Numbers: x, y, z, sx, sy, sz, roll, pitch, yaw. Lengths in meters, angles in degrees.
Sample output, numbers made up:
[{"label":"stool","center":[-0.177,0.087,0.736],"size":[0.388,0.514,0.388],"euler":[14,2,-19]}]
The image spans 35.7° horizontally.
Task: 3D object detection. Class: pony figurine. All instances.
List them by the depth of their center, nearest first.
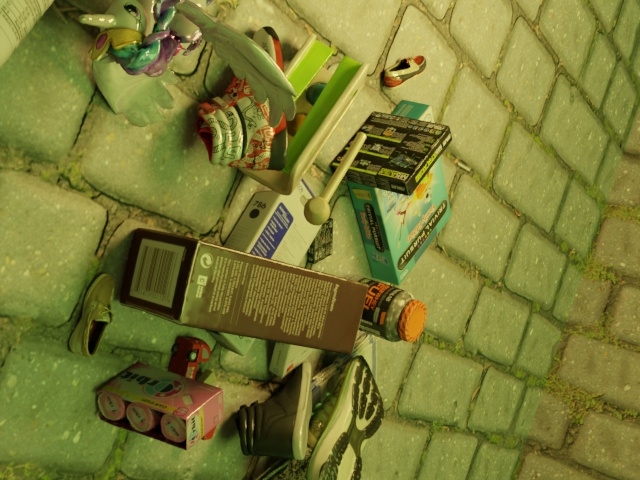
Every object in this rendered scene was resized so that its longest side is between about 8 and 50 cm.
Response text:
[{"label":"pony figurine","center":[-0.209,-0.328,1.405],"size":[0.351,0.303,0.363],"euler":[48,42,-56]}]

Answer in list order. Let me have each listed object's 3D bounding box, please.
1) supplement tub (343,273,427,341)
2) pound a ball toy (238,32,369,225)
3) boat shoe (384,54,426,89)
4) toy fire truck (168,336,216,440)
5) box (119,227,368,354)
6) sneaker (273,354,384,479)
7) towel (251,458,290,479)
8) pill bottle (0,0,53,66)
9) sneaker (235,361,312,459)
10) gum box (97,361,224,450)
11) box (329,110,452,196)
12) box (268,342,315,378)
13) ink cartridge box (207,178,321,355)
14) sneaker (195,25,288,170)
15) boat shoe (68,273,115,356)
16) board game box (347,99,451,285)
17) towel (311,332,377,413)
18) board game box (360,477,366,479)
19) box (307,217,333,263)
[{"label":"supplement tub","center":[0.130,0.152,2.176],"size":[0.117,0.190,0.117],"euler":[-30,128,-48]},{"label":"pound a ball toy","center":[-0.014,-0.185,1.794],"size":[0.319,0.208,0.136],"euler":[-58,174,-23]},{"label":"boat shoe","center":[0.184,-0.373,2.152],"size":[0.137,0.049,0.043],"euler":[-38,132,-35]},{"label":"toy fire truck","center":[-0.230,0.271,1.823],"size":[0.135,0.047,0.192],"euler":[10,95,-58]},{"label":"box","center":[-0.124,0.090,1.678],"size":[0.381,0.191,0.143],"euler":[14,88,-41]},{"label":"sneaker","center":[0.007,0.393,2.108],"size":[0.158,0.182,0.410],"euler":[67,30,-26]},{"label":"towel","center":[-0.121,0.669,2.141],"size":[0.320,0.090,0.374],"euler":[-32,130,-42]},{"label":"pill bottle","center":[-0.411,-0.301,1.178],"size":[0.283,0.160,0.160],"euler":[-59,145,-20]},{"label":"sneaker","center":[-0.093,0.336,2.020],"size":[0.296,0.147,0.104],"euler":[-78,166,-64]},{"label":"gum box","center":[-0.267,0.270,1.643],"size":[0.107,0.188,0.062],"euler":[-35,131,-54]},{"label":"box","center":[0.146,-0.182,2.046],"size":[0.184,0.191,0.045],"euler":[-54,142,-28]},{"label":"box","center":[-0.034,0.176,2.033],"size":[0.145,0.038,0.186],"euler":[-36,149,-45]},{"label":"ink cartridge box","center":[-0.114,0.037,1.874],"size":[0.332,0.065,0.165],"euler":[-58,144,-19]},{"label":"sneaker","center":[-0.138,-0.246,1.677],"size":[0.090,0.145,0.270],"euler":[124,-37,-66]},{"label":"boat shoe","center":[-0.351,0.120,1.571],"size":[0.050,0.045,0.135],"euler":[24,84,-58]},{"label":"board game box","center":[0.183,-0.105,2.242],"size":[0.254,0.079,0.336],"euler":[-50,141,-31]},{"label":"towel","center":[0.040,0.354,2.283],"size":[0.285,0.034,0.209],"euler":[-35,134,-41]},{"label":"board game box","center":[0.028,0.643,2.087],"size":[0.053,0.193,0.305],"euler":[16,91,-56]},{"label":"box","center":[0.000,0.000,2.070],"size":[0.067,0.018,0.083],"euler":[-29,127,-48]}]
